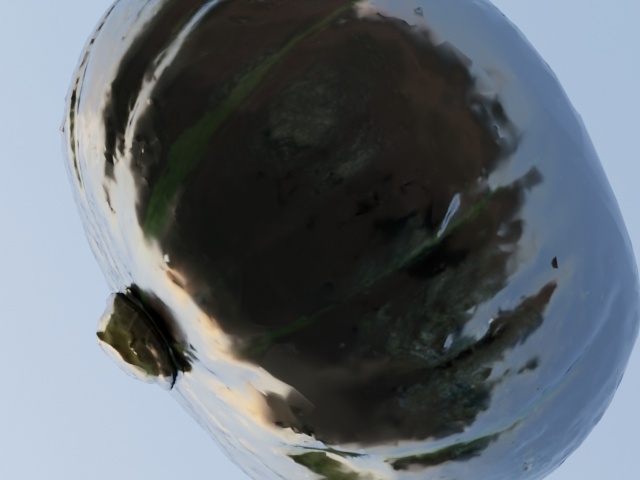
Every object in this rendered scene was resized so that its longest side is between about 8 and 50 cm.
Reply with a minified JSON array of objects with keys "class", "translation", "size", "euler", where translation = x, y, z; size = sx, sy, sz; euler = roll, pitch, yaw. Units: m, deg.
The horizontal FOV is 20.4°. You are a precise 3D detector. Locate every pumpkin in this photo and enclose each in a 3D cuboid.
[{"class":"pumpkin","translation":[0.000,0.000,0.869],"size":[0.238,0.315,0.315],"euler":[-36,-104,-16]}]
